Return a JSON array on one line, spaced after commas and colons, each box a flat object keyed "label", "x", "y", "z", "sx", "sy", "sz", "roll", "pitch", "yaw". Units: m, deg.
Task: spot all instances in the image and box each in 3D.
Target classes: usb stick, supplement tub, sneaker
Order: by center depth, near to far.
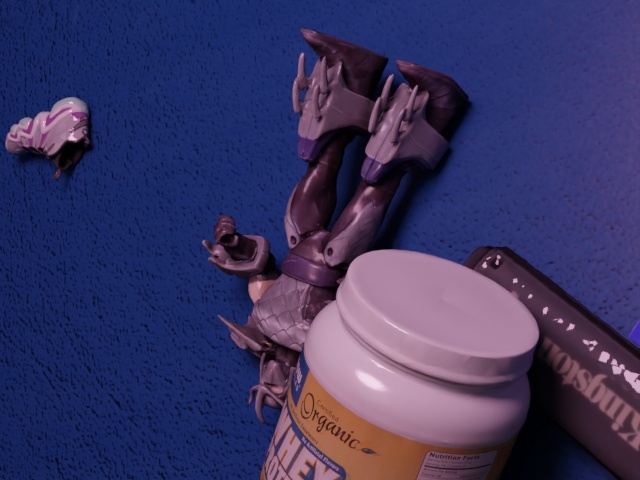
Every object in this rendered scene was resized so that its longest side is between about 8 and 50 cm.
[{"label": "usb stick", "x": 0.184, "y": 0.101, "z": 0.774, "sx": 0.278, "sy": 0.045, "sz": 0.077, "roll": 42, "pitch": 118, "yaw": 36}, {"label": "supplement tub", "x": 0.046, "y": 0.121, "z": 0.783, "sx": 0.144, "sy": 0.144, "sz": 0.200, "roll": 37, "pitch": 120, "yaw": 36}, {"label": "sneaker", "x": -0.253, "y": -0.084, "z": 1.151, "sx": 0.098, "sy": 0.038, "sz": 0.069, "roll": -27, "pitch": 64, "yaw": 30}]

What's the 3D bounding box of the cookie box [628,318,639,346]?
[{"label": "cookie box", "x": 0.255, "y": 0.053, "z": 0.738, "sx": 0.107, "sy": 0.040, "sz": 0.092, "roll": 42, "pitch": 105, "yaw": 35}]

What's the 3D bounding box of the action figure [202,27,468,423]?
[{"label": "action figure", "x": 0.000, "y": 0.000, "z": 0.909, "sx": 0.185, "sy": 0.099, "sz": 0.285, "roll": 22, "pitch": 96, "yaw": 33}]
